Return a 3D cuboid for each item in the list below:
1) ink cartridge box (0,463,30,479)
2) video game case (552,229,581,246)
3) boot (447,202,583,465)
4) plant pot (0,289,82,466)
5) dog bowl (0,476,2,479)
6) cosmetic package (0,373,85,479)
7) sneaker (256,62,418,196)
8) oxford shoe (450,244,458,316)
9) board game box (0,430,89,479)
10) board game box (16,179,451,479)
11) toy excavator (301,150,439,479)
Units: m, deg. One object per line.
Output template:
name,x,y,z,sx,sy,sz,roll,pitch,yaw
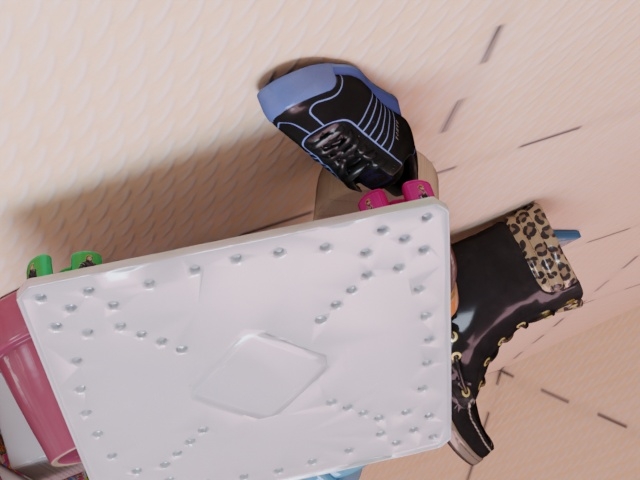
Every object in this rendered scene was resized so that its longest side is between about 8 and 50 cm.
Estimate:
ink cartridge box,-0.419,0.357,1.606,0.115,0.272,0.198,-60,164,-15
video game case,0.351,0.024,2.116,0.166,0.015,0.119,-31,162,33
boot,0.262,0.141,1.863,0.284,0.377,0.138,-27,-159,1
plant pot,-0.269,0.149,1.400,0.201,0.180,0.201,-20,164,-6
dog bowl,-0.531,0.367,1.449,0.408,0.408,0.150,-27,180,23
cosmetic package,-0.314,0.227,1.695,0.224,0.138,0.224,-20,165,-8
sneaker,0.028,-0.094,1.115,0.081,0.091,0.232,-28,164,25
oxford shoe,0.003,0.058,1.642,0.363,0.130,0.133,-12,131,-8
board game box,-0.394,0.369,1.922,0.303,0.224,0.097,-16,165,-21
board game box,-0.064,0.119,1.235,0.389,0.050,0.390,-11,137,-4
toy excavator,0.004,0.119,1.433,0.445,0.222,0.433,-23,125,21
